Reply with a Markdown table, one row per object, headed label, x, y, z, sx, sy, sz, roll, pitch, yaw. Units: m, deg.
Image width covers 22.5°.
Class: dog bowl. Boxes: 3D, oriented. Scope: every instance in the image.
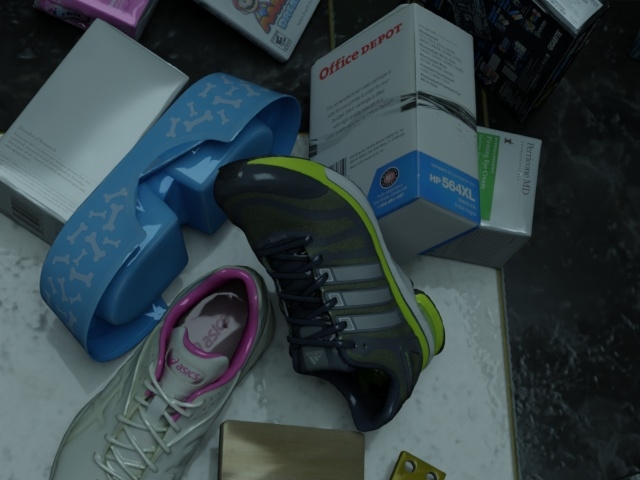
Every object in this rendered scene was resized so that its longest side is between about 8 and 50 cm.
| label | x | y | z | sx | sy | sz | roll | pitch | yaw |
| --- | --- | --- | --- | --- | --- | --- | --- | --- | --- |
| dog bowl | -0.135 | -0.029 | 1.435 | 0.074 | 0.166 | 0.297 | 35 | 71 | 16 |

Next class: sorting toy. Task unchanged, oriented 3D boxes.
| label | x | y | z | sx | sy | sz | roll | pitch | yaw |
| --- | --- | --- | --- | --- | --- | --- | --- | --- | --- |
| sorting toy | -0.023 | 0.232 | 1.414 | 0.274 | 0.046 | 0.132 | 7 | 72 | -19 |

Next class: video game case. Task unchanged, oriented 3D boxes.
| label | x | y | z | sx | sy | sz | roll | pitch | yaw |
| --- | --- | --- | --- | --- | --- | --- | --- | --- | --- |
| video game case | -0.058 | -0.275 | 1.565 | 0.143 | 0.019 | 0.157 | 34 | 68 | -19 |

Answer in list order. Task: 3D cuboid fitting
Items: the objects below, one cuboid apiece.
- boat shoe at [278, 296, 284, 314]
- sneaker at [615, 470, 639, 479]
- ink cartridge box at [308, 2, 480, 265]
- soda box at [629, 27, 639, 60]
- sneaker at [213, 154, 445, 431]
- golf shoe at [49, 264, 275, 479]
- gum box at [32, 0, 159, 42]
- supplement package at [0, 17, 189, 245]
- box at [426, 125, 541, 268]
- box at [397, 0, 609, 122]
| label | x | y | z | sx | sy | sz | roll | pitch | yaw |
| --- | --- | --- | --- | --- | --- | --- | --- | --- | --- |
| boat shoe | 0.000 | 0.000 | 1.497 | 0.056 | 0.049 | 0.152 | 14 | 71 | -2 |
| sneaker | 0.340 | 0.223 | 1.474 | 0.170 | 0.051 | 0.089 | -27 | 83 | -12 |
| ink cartridge box | 0.065 | -0.090 | 1.459 | 0.086 | 0.148 | 0.203 | 23 | 56 | -35 |
| soda box | 0.360 | -0.225 | 1.548 | 0.058 | 0.183 | 0.063 | 24 | 72 | 0 |
| sneaker | 0.007 | 0.045 | 1.371 | 0.300 | 0.111 | 0.121 | 49 | 42 | -32 |
| golf shoe | -0.143 | 0.142 | 1.386 | 0.115 | 0.140 | 0.306 | 31 | 73 | 1 |
| gum box | -0.193 | -0.283 | 1.551 | 0.107 | 0.062 | 0.188 | 24 | 71 | 0 |
| supplement package | -0.213 | -0.091 | 1.467 | 0.105 | 0.105 | 0.179 | 33 | 72 | 3 |
| box | 0.148 | -0.041 | 1.503 | 0.087 | 0.102 | 0.101 | 11 | 70 | -7 |
| box | 0.164 | -0.219 | 1.500 | 0.175 | 0.220 | 0.051 | 45 | 75 | 8 |
